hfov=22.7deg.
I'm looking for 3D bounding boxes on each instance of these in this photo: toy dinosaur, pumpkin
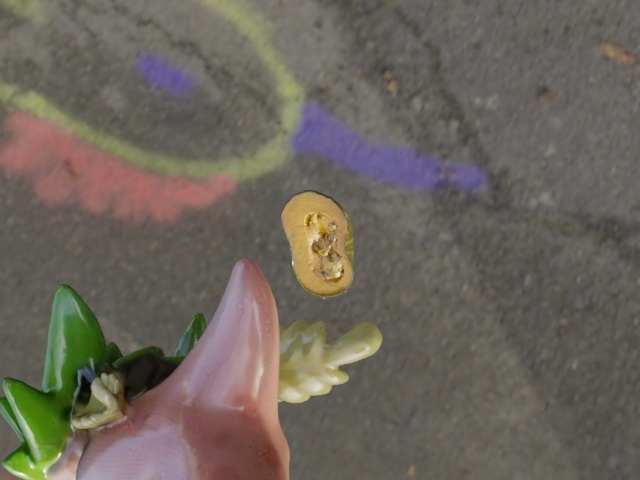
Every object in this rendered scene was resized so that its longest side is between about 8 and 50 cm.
[{"bbox_3d":[-0.057,0.101,0.693,0.152,0.194,0.177,29,162,-35],"label":"toy dinosaur"},{"bbox_3d":[0.001,0.000,1.135,0.050,0.028,0.083,2,111,20],"label":"pumpkin"}]
